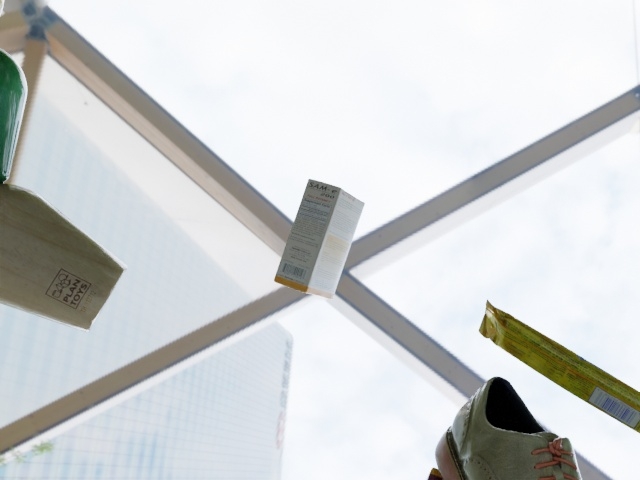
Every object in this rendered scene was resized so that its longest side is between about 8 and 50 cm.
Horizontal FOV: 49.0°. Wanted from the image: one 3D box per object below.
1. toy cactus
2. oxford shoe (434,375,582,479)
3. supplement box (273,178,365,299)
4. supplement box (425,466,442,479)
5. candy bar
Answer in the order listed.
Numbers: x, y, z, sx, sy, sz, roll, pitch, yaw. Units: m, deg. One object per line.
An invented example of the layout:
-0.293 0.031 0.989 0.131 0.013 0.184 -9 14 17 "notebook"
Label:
-0.165 -0.023 0.283 0.181 0.112 0.219 30 -103 -10 "toy cactus"
0.218 0.267 0.721 0.123 0.348 0.130 14 -72 -20 "oxford shoe"
0.000 0.000 0.641 0.036 0.062 0.098 18 -93 26 "supplement box"
0.127 0.378 0.811 0.081 0.104 0.188 22 -136 11 "supplement box"
0.190 0.099 0.524 0.161 0.040 0.018 31 -129 23 "candy bar"
